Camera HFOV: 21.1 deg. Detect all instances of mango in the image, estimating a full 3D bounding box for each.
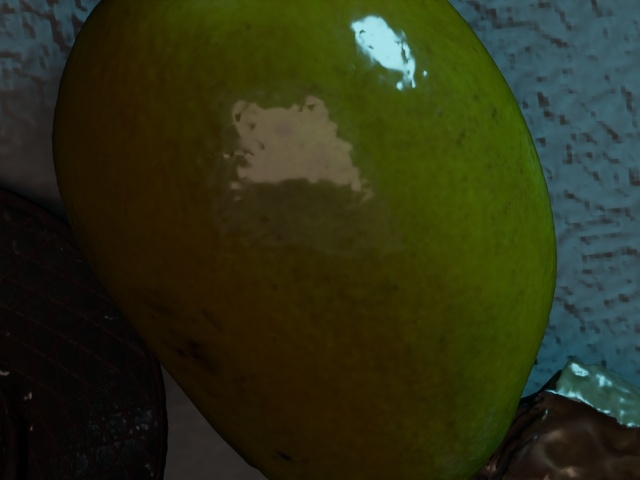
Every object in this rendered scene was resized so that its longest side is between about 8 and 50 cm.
[{"bbox_3d":[0.004,-0.004,0.583,0.151,0.120,0.221,-29,112,13],"label":"mango"}]

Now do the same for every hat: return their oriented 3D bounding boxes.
[{"bbox_3d":[-0.150,0.076,0.623,0.193,0.082,0.193,1,72,-3],"label":"hat"}]

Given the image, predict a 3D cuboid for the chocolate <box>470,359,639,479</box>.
[{"bbox_3d":[0.208,0.131,0.678,0.329,0.065,0.102,23,136,-13],"label":"chocolate"}]
